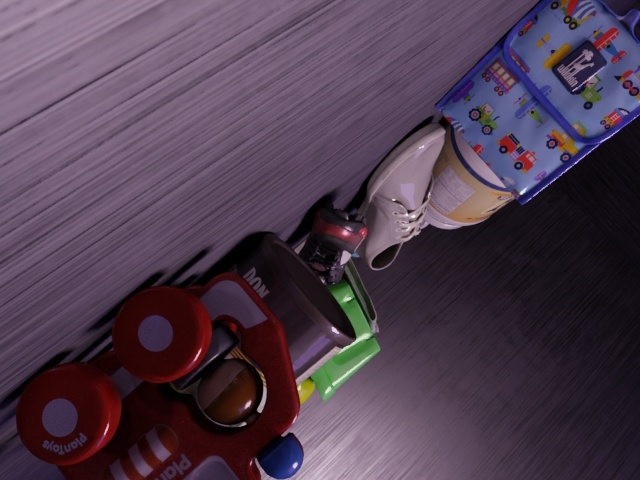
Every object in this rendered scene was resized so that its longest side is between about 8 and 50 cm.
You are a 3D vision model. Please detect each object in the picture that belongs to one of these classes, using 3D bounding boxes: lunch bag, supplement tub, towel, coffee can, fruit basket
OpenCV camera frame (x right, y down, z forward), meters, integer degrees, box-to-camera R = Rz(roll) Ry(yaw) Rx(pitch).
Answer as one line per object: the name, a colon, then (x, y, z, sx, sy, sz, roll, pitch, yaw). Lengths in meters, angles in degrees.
lunch bag: (0.372, -0.240, 0.874, 0.293, 0.221, 0.138, -45, 173, 40)
supplement tub: (0.346, -0.168, 1.255, 0.228, 0.228, 0.316, -38, 174, -23)
towel: (0.085, 0.110, 1.384, 0.038, 0.248, 0.325, -24, 163, -2)
coffee can: (-0.114, 0.153, 0.819, 0.275, 0.201, 0.201, -41, 175, 5)
fruit basket: (-0.066, 0.251, 1.324, 0.391, 0.283, 0.392, -26, -175, 2)

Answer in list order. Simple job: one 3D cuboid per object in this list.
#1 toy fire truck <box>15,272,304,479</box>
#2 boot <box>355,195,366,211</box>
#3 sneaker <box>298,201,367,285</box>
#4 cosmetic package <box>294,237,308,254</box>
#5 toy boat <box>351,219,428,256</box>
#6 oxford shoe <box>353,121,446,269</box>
toy fire truck: (-0.154, 0.197, 0.629, 0.302, 0.254, 0.169, -40, 175, -1)
boot: (0.140, -0.110, 1.314, 0.099, 0.045, 0.121, -26, 164, -46)
sneaker: (0.015, 0.017, 1.011, 0.276, 0.097, 0.135, 115, -1, -78)
cosmetic package: (0.000, 0.000, 1.222, 0.115, 0.041, 0.060, -41, 174, 4)
toy boat: (0.185, -0.050, 1.521, 0.267, 0.148, 0.318, -38, 174, -25)
oxford shoe: (0.169, -0.075, 1.167, 0.169, 0.130, 0.449, -28, 160, -26)
